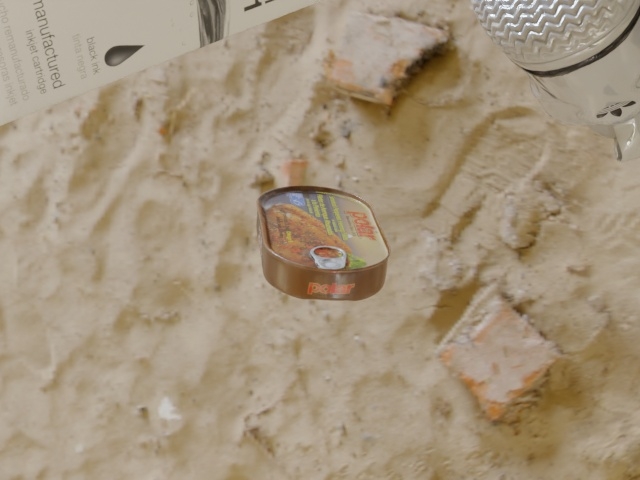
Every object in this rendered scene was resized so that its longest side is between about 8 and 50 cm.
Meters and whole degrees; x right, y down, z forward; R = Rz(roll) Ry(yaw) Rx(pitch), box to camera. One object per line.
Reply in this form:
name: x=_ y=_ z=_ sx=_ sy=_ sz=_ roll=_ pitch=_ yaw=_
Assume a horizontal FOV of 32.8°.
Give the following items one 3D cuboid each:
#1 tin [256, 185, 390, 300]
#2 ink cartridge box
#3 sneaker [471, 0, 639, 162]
tin: x=0.000 y=0.000 z=0.937 sx=0.106 sy=0.189 sz=0.040 roll=-1 pitch=113 yaw=-6
ink cartridge box: x=-0.098 y=-0.180 z=0.561 sx=0.092 sy=0.219 sz=0.160 roll=47 pitch=153 yaw=38
sneaker: x=0.189 y=-0.236 z=0.854 sx=0.137 sy=0.210 sz=0.365 roll=-18 pitch=54 yaw=23
